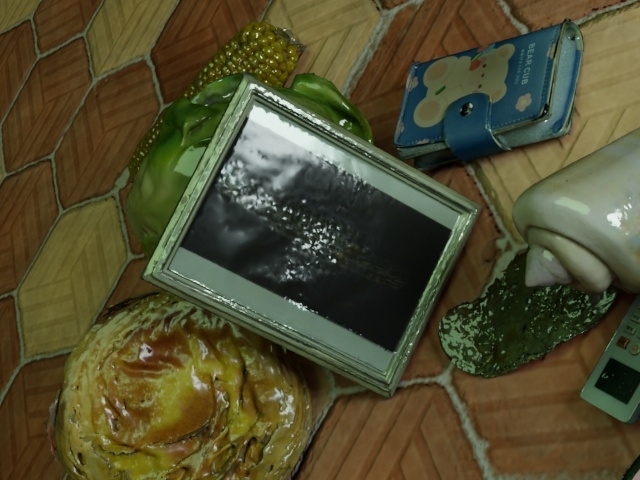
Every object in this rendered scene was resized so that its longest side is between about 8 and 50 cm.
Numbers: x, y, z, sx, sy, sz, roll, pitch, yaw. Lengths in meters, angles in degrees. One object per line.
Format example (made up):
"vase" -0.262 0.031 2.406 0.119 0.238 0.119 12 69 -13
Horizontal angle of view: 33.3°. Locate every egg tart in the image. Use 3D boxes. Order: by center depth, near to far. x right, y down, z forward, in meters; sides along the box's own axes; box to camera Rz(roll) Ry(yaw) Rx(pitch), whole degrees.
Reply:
"egg tart" -0.155 0.193 1.200 0.297 0.132 0.297 0 87 3

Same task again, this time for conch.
"conch" 0.282 -0.028 0.917 0.255 0.158 0.127 -29 76 0

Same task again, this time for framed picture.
"framed picture" 0.000 0.000 1.078 0.231 0.293 0.018 -64 16 -5

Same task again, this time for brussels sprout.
"brussels sprout" -0.085 -0.071 1.216 0.294 0.227 0.259 -24 11 23

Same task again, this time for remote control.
"remote control" 0.292 0.079 0.922 0.166 0.029 0.065 -60 34 0

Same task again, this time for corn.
"corn" -0.153 -0.175 1.473 0.313 0.102 0.102 -45 43 20

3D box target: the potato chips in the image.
"potato chips" 0.205 0.054 1.031 0.209 0.026 0.142 -17 53 38

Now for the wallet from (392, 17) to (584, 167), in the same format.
"wallet" 0.178 -0.152 1.155 0.202 0.059 0.141 -9 54 40

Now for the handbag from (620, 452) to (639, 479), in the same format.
"handbag" 0.306 0.216 0.761 0.205 0.116 0.179 16 80 47
